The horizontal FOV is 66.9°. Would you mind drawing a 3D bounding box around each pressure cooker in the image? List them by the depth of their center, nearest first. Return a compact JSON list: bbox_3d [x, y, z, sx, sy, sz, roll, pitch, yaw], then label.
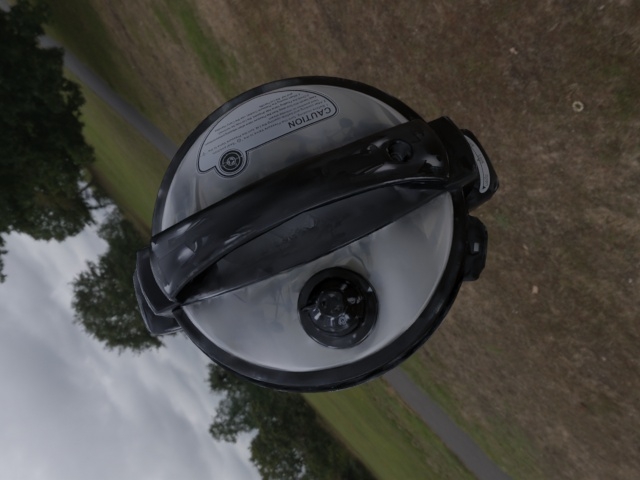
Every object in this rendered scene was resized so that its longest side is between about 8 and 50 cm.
[{"bbox_3d":[0.004,0.005,0.626,0.375,0.370,0.420,23,172,14],"label":"pressure cooker"}]
